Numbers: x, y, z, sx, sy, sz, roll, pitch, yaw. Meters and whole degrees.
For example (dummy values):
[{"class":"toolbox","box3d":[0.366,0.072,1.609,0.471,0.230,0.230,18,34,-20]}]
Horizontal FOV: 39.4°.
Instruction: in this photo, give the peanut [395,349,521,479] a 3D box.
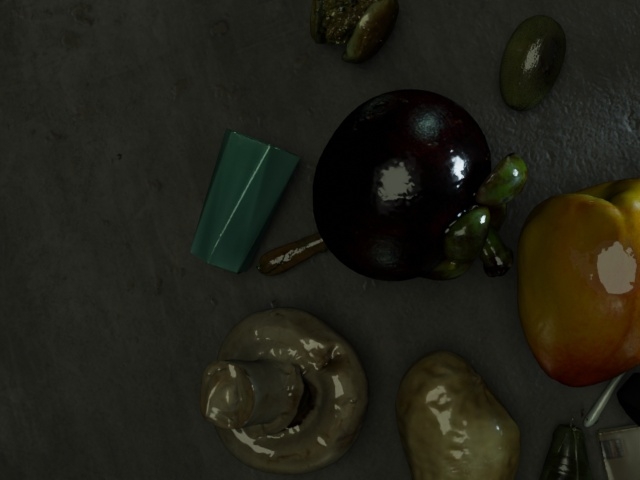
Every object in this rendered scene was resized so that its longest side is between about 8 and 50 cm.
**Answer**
[{"class":"peanut","box3d":[0.243,0.368,1.472,0.192,0.169,0.387,-16,89,8]}]

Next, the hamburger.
[{"class":"hamburger","box3d":[0.072,-0.390,1.542,0.131,0.159,0.185,34,69,16]}]

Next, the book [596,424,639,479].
[{"class":"book","box3d":[0.624,0.386,1.428,0.310,0.021,0.217,-15,86,22]}]

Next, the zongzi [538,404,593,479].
[{"class":"zongzi","box3d":[0.444,0.363,1.492,0.130,0.062,0.154,23,78,-7]}]

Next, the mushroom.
[{"class":"mushroom","box3d":[-0.070,0.257,1.482,0.292,0.290,0.293,-1,87,18]}]

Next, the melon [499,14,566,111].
[{"class":"melon","box3d":[0.352,-0.295,1.495,0.099,0.099,0.162,20,96,13]}]

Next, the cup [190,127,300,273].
[{"class":"cup","box3d":[-0.146,-0.069,1.596,0.134,0.148,0.236,21,98,-14]}]

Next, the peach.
[{"class":"peach","box3d":[0.439,0.065,1.379,0.289,0.289,0.308,-8,102,13]}]

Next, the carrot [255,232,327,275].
[{"class":"carrot","box3d":[0.000,0.000,1.601,0.254,0.049,0.049,-26,83,7]}]

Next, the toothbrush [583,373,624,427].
[{"class":"toothbrush","box3d":[0.518,0.205,1.483,0.026,0.022,0.263,32,96,-2]}]

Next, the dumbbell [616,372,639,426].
[{"class":"dumbbell","box3d":[0.583,0.212,1.380,0.152,0.152,0.218,41,86,11]}]

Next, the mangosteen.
[{"class":"mangosteen","box3d":[0.145,-0.082,1.429,0.330,0.330,0.330,0,89,13]}]
